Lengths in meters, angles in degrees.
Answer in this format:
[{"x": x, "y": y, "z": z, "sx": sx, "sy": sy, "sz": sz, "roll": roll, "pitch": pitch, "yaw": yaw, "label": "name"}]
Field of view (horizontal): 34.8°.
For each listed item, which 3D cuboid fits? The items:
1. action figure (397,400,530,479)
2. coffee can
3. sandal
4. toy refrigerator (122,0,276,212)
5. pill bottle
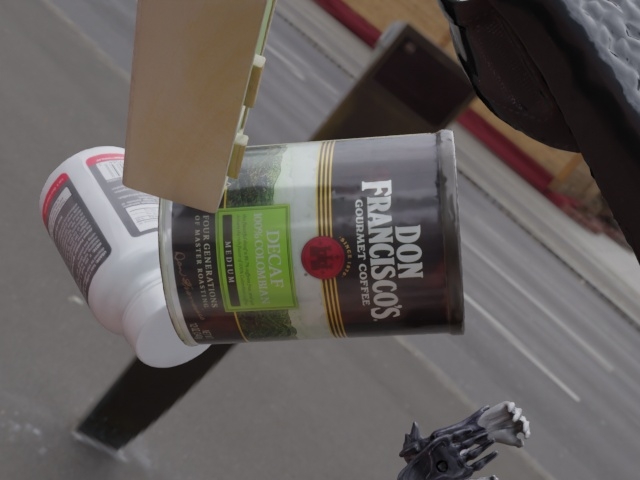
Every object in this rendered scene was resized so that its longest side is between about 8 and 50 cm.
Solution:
[{"x": 0.139, "y": 0.242, "z": 0.959, "sx": 0.275, "sy": 0.141, "sz": 0.164, "roll": 53, "pitch": 26, "yaw": -77, "label": "action figure"}, {"x": 0.000, "y": 0.000, "z": 1.013, "sx": 0.276, "sy": 0.201, "sz": 0.201, "roll": -4, "pitch": 12, "yaw": 8, "label": "coffee can"}, {"x": 0.134, "y": -0.097, "z": 0.522, "sx": 0.168, "sy": 0.107, "sz": 0.445, "roll": -4, "pitch": 60, "yaw": -29, "label": "sandal"}, {"x": -0.086, "y": -0.139, "z": 0.777, "sx": 0.094, "sy": 0.269, "sz": 0.102, "roll": 17, "pitch": 57, "yaw": -4, "label": "toy refrigerator"}, {"x": -0.261, "y": 0.023, "z": 1.432, "sx": 0.176, "sy": 0.176, "sz": 0.318, "roll": 23, "pitch": 22, "yaw": -48, "label": "pill bottle"}]
